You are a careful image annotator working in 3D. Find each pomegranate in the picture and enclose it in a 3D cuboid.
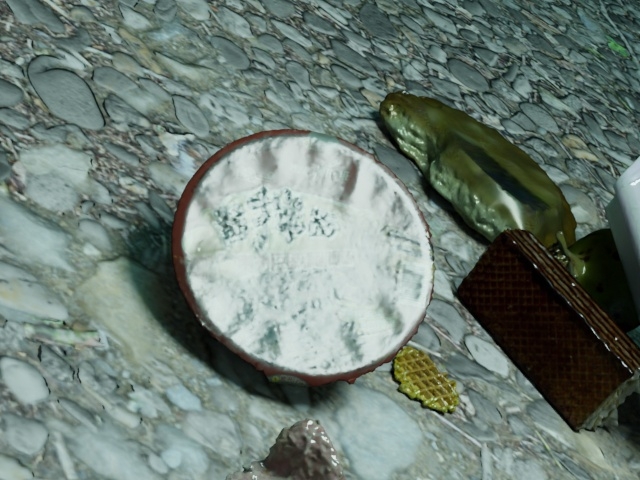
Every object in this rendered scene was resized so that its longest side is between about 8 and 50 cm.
[{"bbox_3d":[0.344,0.056,1.751,0.169,0.148,0.148,-3,45,-31],"label":"pomegranate"}]

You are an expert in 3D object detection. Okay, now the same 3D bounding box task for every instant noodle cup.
[{"bbox_3d":[-0.024,0.025,1.409,0.274,0.091,0.274,6,68,-15],"label":"instant noodle cup"}]

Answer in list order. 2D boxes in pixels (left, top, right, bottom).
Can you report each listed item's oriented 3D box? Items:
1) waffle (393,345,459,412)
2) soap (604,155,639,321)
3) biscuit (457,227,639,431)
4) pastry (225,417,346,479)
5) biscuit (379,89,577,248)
[{"bbox_3d":[0.114,0.151,1.497,0.085,0.016,0.078,34,33,-1],"label":"waffle"},{"bbox_3d":[0.465,0.012,1.633,0.208,0.115,0.347,-10,59,-1],"label":"soap"},{"bbox_3d":[0.276,0.106,1.639,0.070,0.106,0.252,-5,48,-51],"label":"biscuit"},{"bbox_3d":[-0.065,0.250,1.076,0.103,0.112,0.265,35,36,13],"label":"pastry"},{"bbox_3d":[0.220,-0.093,1.915,0.335,0.078,0.329,35,24,-4],"label":"biscuit"}]
